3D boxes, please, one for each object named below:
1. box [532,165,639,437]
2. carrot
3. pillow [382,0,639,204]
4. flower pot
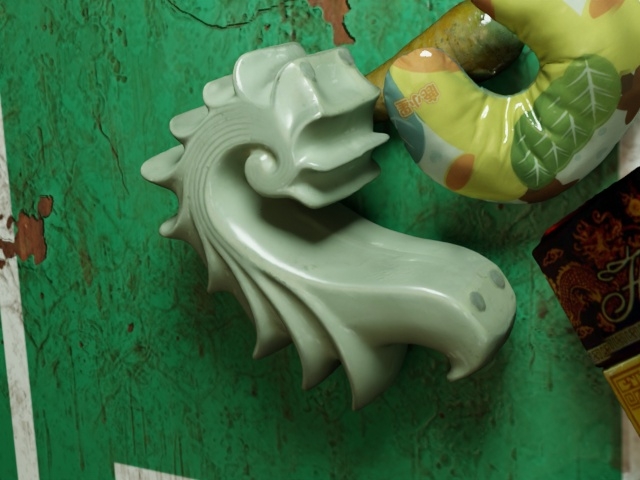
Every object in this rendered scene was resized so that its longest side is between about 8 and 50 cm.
[{"bbox_3d":[0.355,0.113,0.602,0.415,0.116,0.264,63,153,13],"label":"box"},{"bbox_3d":[0.069,-0.155,0.849,0.298,0.078,0.078,-21,86,37],"label":"carrot"},{"bbox_3d":[0.174,-0.137,0.732,0.214,0.086,0.233,31,121,-16],"label":"pillow"},{"bbox_3d":[0.000,0.000,0.835,0.254,0.164,0.367,-35,90,37],"label":"flower pot"}]
